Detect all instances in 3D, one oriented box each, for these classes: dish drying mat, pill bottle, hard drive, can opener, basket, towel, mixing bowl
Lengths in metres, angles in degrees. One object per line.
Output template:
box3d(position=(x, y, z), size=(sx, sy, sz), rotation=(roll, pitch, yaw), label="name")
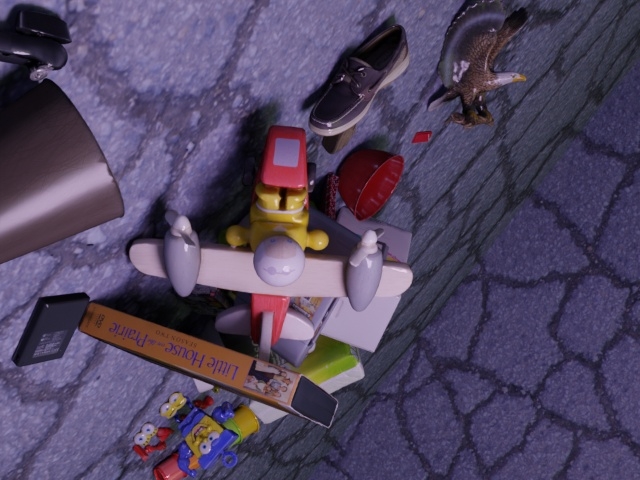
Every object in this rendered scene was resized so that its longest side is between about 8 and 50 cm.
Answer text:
box3d(position=(0.272, -0.275, 1.902), size=(0.083, 0.008, 0.032), rotation=(-16, 140, -52), label="dish drying mat")
box3d(position=(-0.165, 0.227, 1.599), size=(0.279, 0.162, 0.162), rotation=(-22, 149, -12), label="pill bottle")
box3d(position=(-0.458, 0.151, 1.215), size=(0.094, 0.022, 0.135), rotation=(-4, 129, -59), label="hard drive")
box3d(position=(-0.368, -0.224, 0.806), size=(0.059, 0.073, 0.186), rotation=(-19, 174, 37), label="can opener")
box3d(position=(-0.388, -0.056, 0.873), size=(0.227, 0.154, 0.204), rotation=(-36, 129, -25), label="basket")
box3d(position=(0.000, 0.000, 1.592), size=(0.274, 0.031, 0.198), rotation=(-85, -168, -51), label="towel")
box3d(position=(0.103, -0.146, 1.673), size=(0.181, 0.098, 0.181), rotation=(-44, 156, -25), label="mixing bowl")

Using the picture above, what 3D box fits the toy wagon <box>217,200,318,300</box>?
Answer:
box3d(position=(-0.109, -0.013, 1.535), size=(0.267, 0.068, 0.344), rotation=(-23, 145, -47), label="toy wagon")

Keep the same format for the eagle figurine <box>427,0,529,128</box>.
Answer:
box3d(position=(0.391, -0.426, 1.732), size=(0.226, 0.225, 0.298), rotation=(-125, -146, -75), label="eagle figurine")

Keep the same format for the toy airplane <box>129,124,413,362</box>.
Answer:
box3d(position=(-0.085, 0.042, 1.265), size=(0.386, 0.384, 0.272), rotation=(-38, -169, 1), label="toy airplane")

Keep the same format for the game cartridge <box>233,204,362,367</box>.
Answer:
box3d(position=(-0.055, 0.082, 1.434), size=(0.297, 0.198, 0.062), rotation=(-62, 165, 13), label="game cartridge")

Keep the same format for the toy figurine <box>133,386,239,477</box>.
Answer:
box3d(position=(-0.260, 0.465, 1.780), size=(0.362, 0.217, 0.191), rotation=(-47, 156, -7), label="toy figurine")

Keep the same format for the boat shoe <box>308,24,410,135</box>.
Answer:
box3d(position=(0.074, -0.318, 1.386), size=(0.285, 0.103, 0.092), rotation=(-45, 151, -22), label="boat shoe")

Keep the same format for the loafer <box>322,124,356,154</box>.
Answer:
box3d(position=(0.050, -0.248, 1.499), size=(0.050, 0.056, 0.148), rotation=(-26, 157, -45), label="loafer")

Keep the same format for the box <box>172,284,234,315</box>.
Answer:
box3d(position=(-0.238, 0.125, 1.481), size=(0.137, 0.094, 0.027), rotation=(62, 34, -64), label="box")

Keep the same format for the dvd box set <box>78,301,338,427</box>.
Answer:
box3d(position=(-0.195, 0.238, 1.327), size=(0.307, 0.421, 0.062), rotation=(58, 50, -66), label="dvd box set")

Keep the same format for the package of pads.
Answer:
box3d(position=(-0.044, 0.304, 1.815), size=(0.297, 0.229, 0.101), rotation=(-27, 122, 10), label="package of pads")

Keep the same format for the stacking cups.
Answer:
box3d(position=(-0.316, 0.584, 2.005), size=(0.316, 0.096, 0.096), rotation=(-29, 148, -40), label="stacking cups")

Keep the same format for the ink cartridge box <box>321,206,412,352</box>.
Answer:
box3d(position=(0.090, 0.093, 1.753), size=(0.270, 0.197, 0.198), rotation=(-70, -179, -53), label="ink cartridge box")
